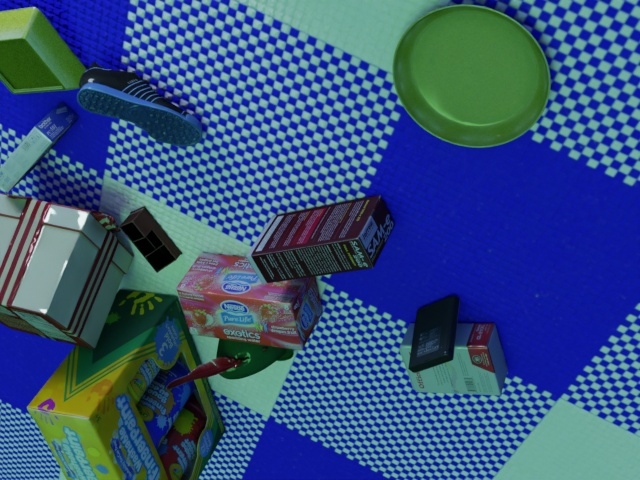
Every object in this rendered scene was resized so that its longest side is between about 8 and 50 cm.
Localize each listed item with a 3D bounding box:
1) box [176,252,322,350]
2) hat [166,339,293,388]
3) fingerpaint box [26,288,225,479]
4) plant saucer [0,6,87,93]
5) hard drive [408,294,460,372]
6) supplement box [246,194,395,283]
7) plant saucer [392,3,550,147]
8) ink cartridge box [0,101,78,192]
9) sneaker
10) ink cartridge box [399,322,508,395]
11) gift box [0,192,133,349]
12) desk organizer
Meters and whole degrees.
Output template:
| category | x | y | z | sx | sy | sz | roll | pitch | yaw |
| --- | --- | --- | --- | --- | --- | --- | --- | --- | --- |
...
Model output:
| category | x | y | z | sx | sy | sz | roll | pitch | yaw |
| --- | --- | --- | --- | --- | --- | --- | --- | --- | --- |
| box | -0.140 | 0.119 | 1.812 | 0.257 | 0.122 | 0.128 | 6 | 129 | 22 |
| hat | -0.181 | 0.282 | 1.895 | 0.209 | 0.183 | 0.173 | 16 | 152 | 7 |
| fingerpaint box | -0.399 | 0.396 | 2.003 | 0.163 | 0.371 | 0.444 | 4 | 128 | 23 |
| plant saucer | -0.536 | -0.328 | 1.644 | 0.188 | 0.045 | 0.188 | 1 | 146 | 26 |
| hard drive | 0.209 | 0.171 | 1.678 | 0.022 | 0.135 | 0.094 | 38 | 136 | -27 |
| supplement box | 0.000 | 0.000 | 1.640 | 0.240 | 0.130 | 0.073 | -10 | 123 | 33 |
| plant saucer | 0.229 | -0.252 | 1.380 | 0.241 | 0.037 | 0.241 | 13 | 132 | 15 |
| ink cartridge box | -0.559 | -0.181 | 1.782 | 0.046 | 0.097 | 0.207 | 44 | 132 | -13 |
| sneaker | -0.315 | -0.248 | 1.628 | 0.232 | 0.090 | 0.081 | 22 | 137 | -22 |
| ink cartridge box | 0.255 | 0.225 | 1.744 | 0.175 | 0.072 | 0.127 | -2 | 127 | 27 |
| gift box | -0.544 | 0.044 | 1.835 | 0.255 | 0.258 | 0.276 | 12 | 158 | 13 |
| desk organizer | -0.347 | -0.001 | 1.863 | 0.047 | 0.050 | 0.130 | -19 | 117 | 36 |
